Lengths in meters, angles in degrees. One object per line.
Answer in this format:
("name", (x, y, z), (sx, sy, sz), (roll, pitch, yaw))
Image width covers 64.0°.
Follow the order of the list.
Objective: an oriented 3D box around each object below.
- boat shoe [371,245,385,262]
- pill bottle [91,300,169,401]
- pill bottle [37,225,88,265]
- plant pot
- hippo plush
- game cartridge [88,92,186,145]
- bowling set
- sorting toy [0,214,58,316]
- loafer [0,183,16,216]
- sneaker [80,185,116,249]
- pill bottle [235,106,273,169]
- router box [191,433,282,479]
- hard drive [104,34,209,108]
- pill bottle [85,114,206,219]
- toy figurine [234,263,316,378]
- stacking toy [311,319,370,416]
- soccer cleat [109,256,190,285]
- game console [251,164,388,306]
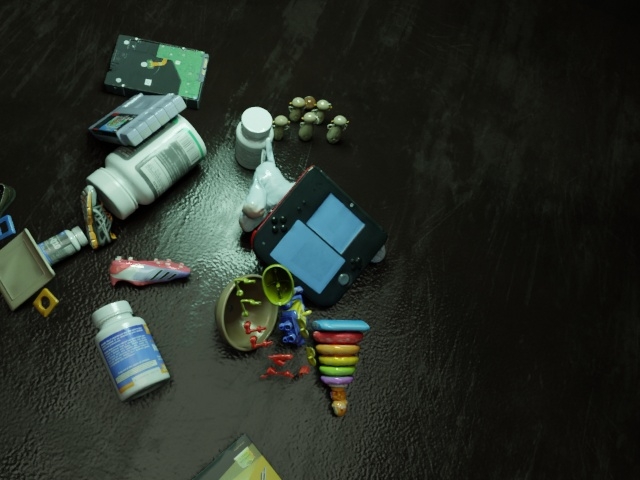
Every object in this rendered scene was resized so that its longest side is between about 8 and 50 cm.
("boat shoe", (0.115, -0.046, 1.825), (0.302, 0.109, 0.094), (43, 23, -3))
("pill bottle", (-0.568, 0.322, 1.512), (0.152, 0.152, 0.272), (-24, 76, -19))
("pill bottle", (-0.814, 0.015, 1.621), (0.137, 0.078, 0.078), (-34, 79, -21))
("plant pot", (-0.252, 0.220, 1.612), (0.237, 0.110, 0.237), (-7, 99, -50))
("hippo plush", (-0.129, -0.140, 1.746), (0.237, 0.234, 0.294), (19, 74, -9))
("game cartridge", (-0.626, -0.411, 1.716), (0.355, 0.068, 0.230), (17, 51, 46))
("bowling set", (-0.050, -0.487, 1.933), (0.287, 0.154, 0.199), (-2, 70, -13))
("sorting toy", (-0.909, 0.091, 1.563), (0.196, 0.047, 0.347), (-39, 79, 9))
("loafer", (-1.055, -0.093, 1.615), (0.080, 0.078, 0.220), (19, 66, -4))
("sneaker", (-0.709, -0.078, 1.635), (0.083, 0.214, 0.084), (-15, 36, -29))
("pill bottle", (-0.233, -0.360, 1.805), (0.131, 0.229, 0.131), (4, 68, -10))
("router box", (-0.259, 0.746, 1.445), (0.309, 0.081, 0.243), (-38, 80, -22))
("hard drive", (-0.607, -0.634, 1.927), (0.339, 0.064, 0.236), (8, 68, -8))
("pill bottle", (-0.576, -0.249, 1.705), (0.204, 0.204, 0.361), (42, 66, 6))
("toy figurine", (-0.121, 0.228, 1.622), (0.191, 0.217, 0.362), (-14, 102, 12))
("stacking toy", (0.056, 0.404, 1.625), (0.166, 0.175, 0.301), (3, 82, -16))
("soccer cleat", (-0.548, 0.108, 1.650), (0.248, 0.083, 0.095), (6, 97, -14))
("game console", (0.000, 0.000, 1.668), (0.386, 0.060, 0.342), (41, 89, -26))
